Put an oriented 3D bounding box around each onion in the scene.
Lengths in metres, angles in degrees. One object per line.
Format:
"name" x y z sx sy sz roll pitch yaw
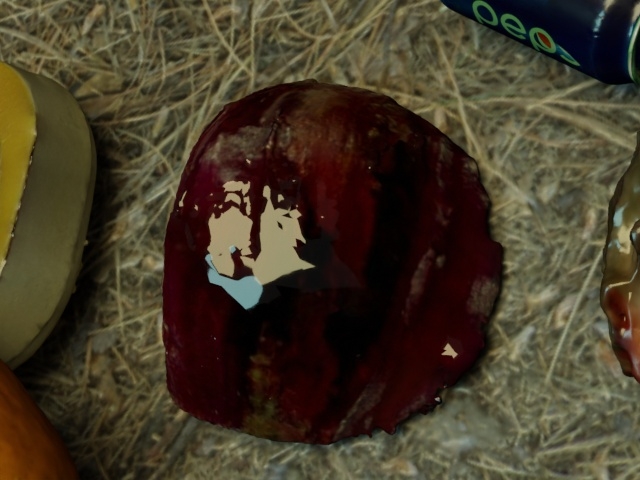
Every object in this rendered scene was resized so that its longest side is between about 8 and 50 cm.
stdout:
"onion" 0.000 0.000 1.512 0.280 0.146 0.314 6 73 25

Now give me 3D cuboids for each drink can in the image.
"drink can" 0.193 -0.203 1.486 0.205 0.118 0.118 32 90 33

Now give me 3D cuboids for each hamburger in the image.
"hamburger" -0.311 -0.019 1.683 0.227 0.151 0.295 6 71 24

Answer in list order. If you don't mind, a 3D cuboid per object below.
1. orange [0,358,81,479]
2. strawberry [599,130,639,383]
"orange" -0.384 0.257 1.500 0.423 0.326 0.424 0 79 -1
"strawberry" 0.364 0.024 1.305 0.336 0.149 0.265 17 101 16
